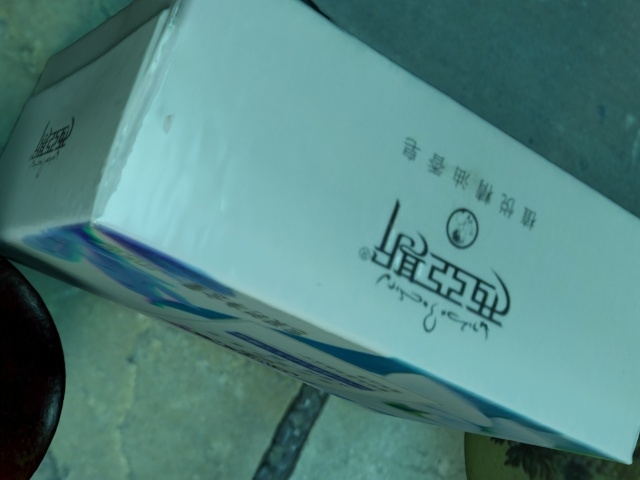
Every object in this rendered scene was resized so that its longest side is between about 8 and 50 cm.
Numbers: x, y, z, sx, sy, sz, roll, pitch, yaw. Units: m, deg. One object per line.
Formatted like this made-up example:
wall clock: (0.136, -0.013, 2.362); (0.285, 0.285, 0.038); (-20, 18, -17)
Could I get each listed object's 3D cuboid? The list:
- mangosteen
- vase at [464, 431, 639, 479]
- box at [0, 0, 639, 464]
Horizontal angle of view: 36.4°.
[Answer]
mangosteen: (-0.169, 0.058, 0.402); (0.140, 0.140, 0.140); (1, 89, -31)
vase: (0.218, 0.163, 0.535); (0.241, 0.302, 0.329); (42, 70, -24)
box: (-0.001, 0.003, 0.464); (0.274, 0.203, 0.116); (27, 76, -28)
